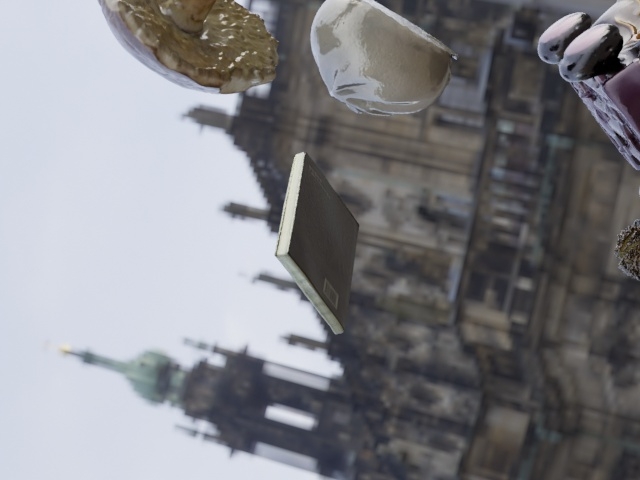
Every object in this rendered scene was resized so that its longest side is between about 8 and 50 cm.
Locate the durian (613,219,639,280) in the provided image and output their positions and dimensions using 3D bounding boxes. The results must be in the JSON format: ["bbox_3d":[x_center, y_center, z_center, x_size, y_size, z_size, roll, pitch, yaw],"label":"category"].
[{"bbox_3d":[0.409,0.013,2.025,0.080,0.091,0.080,3,-90,-90],"label":"durian"}]

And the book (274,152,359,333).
[{"bbox_3d":[0.000,0.000,2.256,0.160,0.024,0.228,53,-153,-30],"label":"book"}]

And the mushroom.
[{"bbox_3d":[-0.138,-0.320,1.807,0.233,0.208,0.301,-39,-43,-67],"label":"mushroom"}]

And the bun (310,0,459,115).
[{"bbox_3d":[0.061,-0.203,1.856,0.120,0.173,0.173,-58,-22,8],"label":"bun"}]

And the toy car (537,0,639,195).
[{"bbox_3d":[0.430,-0.189,1.921,0.271,0.240,0.340,51,-176,-18],"label":"toy car"}]
